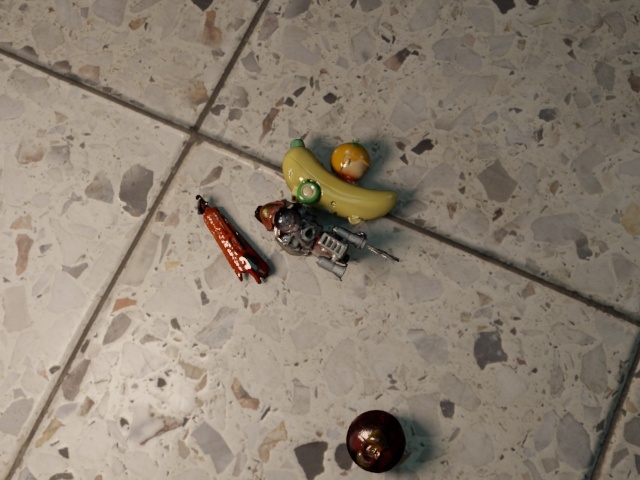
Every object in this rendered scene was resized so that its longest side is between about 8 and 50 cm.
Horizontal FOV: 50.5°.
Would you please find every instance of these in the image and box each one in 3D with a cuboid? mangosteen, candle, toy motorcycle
[{"bbox_3d":[0.134,0.486,1.638,0.152,0.152,0.153,0,76,1],"label":"mangosteen"},{"bbox_3d":[-0.243,-0.007,1.814,0.084,0.059,0.302,-33,79,-19],"label":"candle"},{"bbox_3d":[0.000,0.000,1.730,0.400,0.207,0.134,30,82,7],"label":"toy motorcycle"}]

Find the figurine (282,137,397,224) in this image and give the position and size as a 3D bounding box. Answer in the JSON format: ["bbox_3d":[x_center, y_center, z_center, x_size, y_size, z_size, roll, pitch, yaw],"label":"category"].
[{"bbox_3d":[0.053,-0.165,1.818,0.324,0.124,0.222,17,74,2],"label":"figurine"}]
